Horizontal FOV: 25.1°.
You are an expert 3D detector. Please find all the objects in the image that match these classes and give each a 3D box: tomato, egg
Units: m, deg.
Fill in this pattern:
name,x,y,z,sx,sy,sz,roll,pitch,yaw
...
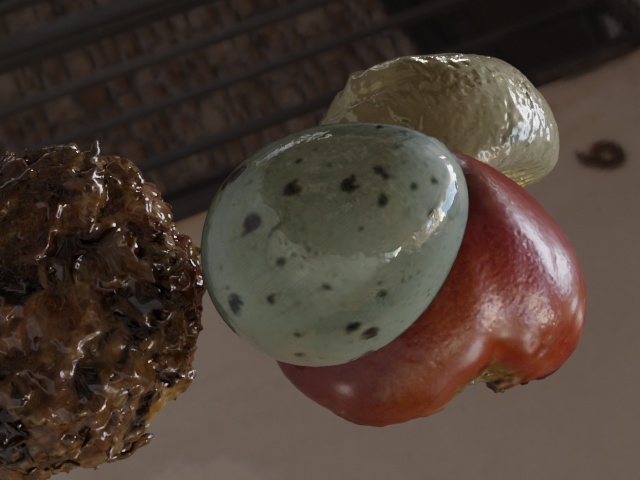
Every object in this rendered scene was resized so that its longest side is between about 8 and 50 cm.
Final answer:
name,x,y,z,sx,sy,sz,roll,pitch,yaw
tomato,0.073,0.012,1.023,0.200,0.233,0.140,53,-25,39
egg,0.012,-0.001,0.780,0.131,0.164,0.131,34,44,-41

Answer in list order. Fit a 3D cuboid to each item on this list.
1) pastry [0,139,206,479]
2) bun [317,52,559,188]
name,x,y,z,sx,sy,sz,roll,pitch,yaw
pastry,-0.214,0.059,1.075,0.193,0.275,0.275,135,-66,-82
bun,0.088,-0.088,1.297,0.244,0.244,0.153,100,-32,-69
